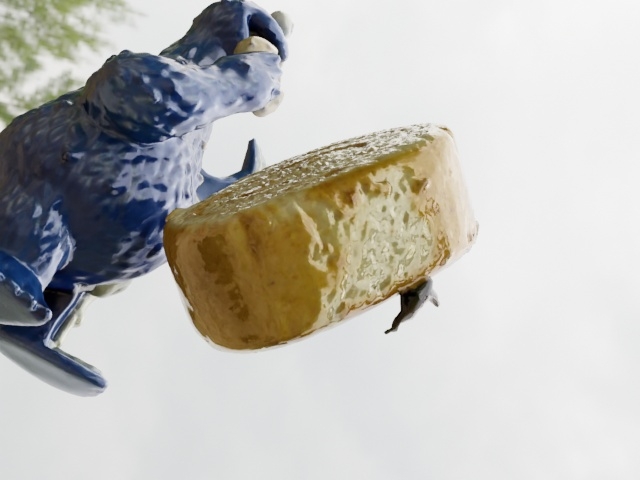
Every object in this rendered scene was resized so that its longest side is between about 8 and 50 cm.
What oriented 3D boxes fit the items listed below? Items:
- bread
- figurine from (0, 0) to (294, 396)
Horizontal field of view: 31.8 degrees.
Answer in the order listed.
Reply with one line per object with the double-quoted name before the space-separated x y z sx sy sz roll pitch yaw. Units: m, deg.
"bread" 0.000 0.000 0.515 0.122 0.149 0.073 5 -64 61
"figurine" -0.106 -0.045 0.620 0.121 0.262 0.164 27 -41 15
